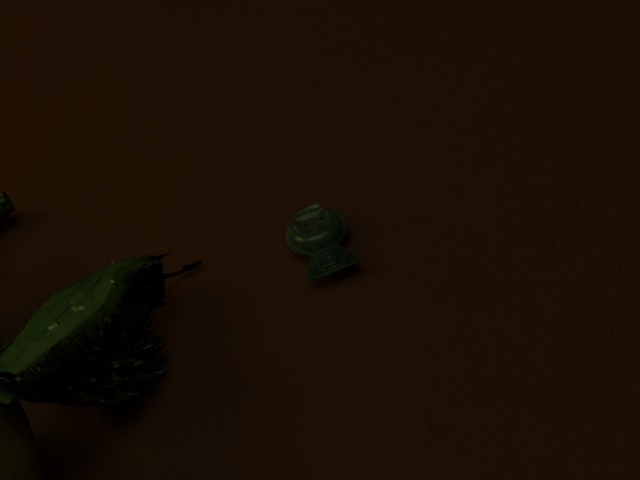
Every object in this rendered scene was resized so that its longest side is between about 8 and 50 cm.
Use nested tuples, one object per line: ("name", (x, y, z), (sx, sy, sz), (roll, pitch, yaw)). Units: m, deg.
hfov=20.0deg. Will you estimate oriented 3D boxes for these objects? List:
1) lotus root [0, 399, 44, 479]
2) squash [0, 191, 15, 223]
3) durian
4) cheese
("lotus root", (-0.345, 0.218, 1.708), (0.160, 0.146, 0.284), (-15, 39, -13))
("squash", (-0.449, -0.005, 2.098), (0.201, 0.066, 0.066), (-24, 37, -11))
("durian", (-0.225, 0.102, 1.816), (0.132, 0.106, 0.375), (4, 20, 22))
("cheese", (0.000, 0.000, 1.916), (0.067, 0.026, 0.121), (-22, 38, -2))
